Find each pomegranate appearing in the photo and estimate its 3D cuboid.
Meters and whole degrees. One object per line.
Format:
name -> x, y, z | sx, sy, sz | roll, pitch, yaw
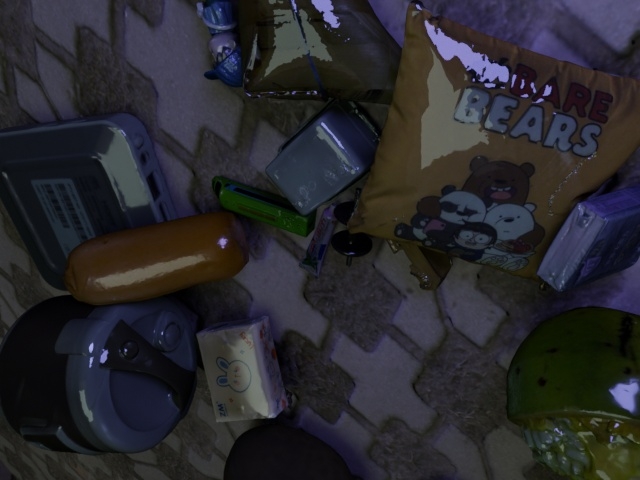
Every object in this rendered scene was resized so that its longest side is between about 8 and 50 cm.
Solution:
pomegranate -> 0.374, 0.221, 0.694 | 0.260, 0.260, 0.340 | 37, 159, 2

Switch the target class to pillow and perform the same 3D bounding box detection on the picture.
pillow -> 0.208, -0.090, 0.622 | 0.310, 0.119, 0.312 | 18, 127, 2

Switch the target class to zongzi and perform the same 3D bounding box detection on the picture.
zongzi -> 0.039, -0.295, 0.615 | 0.289, 0.123, 0.260 | 4, 117, 7

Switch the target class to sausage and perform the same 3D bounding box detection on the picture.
sausage -> -0.311, 0.037, 0.916 | 0.354, 0.116, 0.134 | -14, 88, 2

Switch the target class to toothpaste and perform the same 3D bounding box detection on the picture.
toothpaste -> 0.000, 0.000, 0.873 | 0.045, 0.028, 0.170 | 34, 134, 13

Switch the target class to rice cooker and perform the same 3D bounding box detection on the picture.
rice cooker -> -0.434, 0.268, 1.034 | 0.325, 0.335, 0.335 | -5, 118, 22

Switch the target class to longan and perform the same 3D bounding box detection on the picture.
longan -> -0.069, 0.577, 1.141 | 0.350, 0.288, 0.288 | 40, 131, 14

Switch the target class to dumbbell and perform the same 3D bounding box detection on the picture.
dumbbell -> 0.053, -0.018, 0.804 | 0.069, 0.069, 0.147 | 19, 127, 17

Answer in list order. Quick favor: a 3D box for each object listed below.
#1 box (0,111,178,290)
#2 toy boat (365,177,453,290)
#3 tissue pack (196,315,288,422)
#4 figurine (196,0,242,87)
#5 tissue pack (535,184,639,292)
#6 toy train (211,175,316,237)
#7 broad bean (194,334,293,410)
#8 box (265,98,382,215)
box -> -0.468, -0.058, 1.021 | 0.373, 0.090, 0.367 | -2, 121, 20
toy boat -> 0.132, -0.015, 0.773 | 0.072, 0.064, 0.206 | -12, 113, 54
tissue pack -> -0.161, 0.267, 1.046 | 0.148, 0.092, 0.196 | -13, 93, 22
figurine -> -0.138, -0.296, 0.729 | 0.087, 0.086, 0.149 | -15, 105, -9
tissue pack -> 0.342, -0.007, 0.604 | 0.051, 0.156, 0.112 | 49, 141, 39
toy train -> -0.111, -0.061, 0.882 | 0.209, 0.042, 0.044 | 19, 127, 16
broad bean -> -0.192, 0.291, 1.149 | 0.325, 0.067, 0.075 | 22, 154, 11
box -> 0.002, -0.117, 0.750 | 0.124, 0.093, 0.172 | 48, 130, -7
